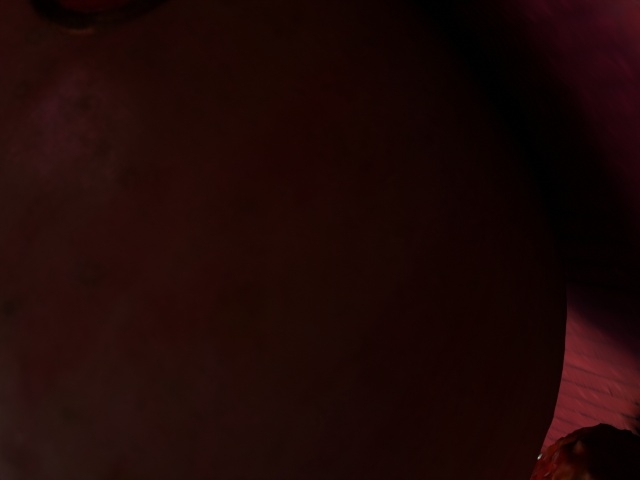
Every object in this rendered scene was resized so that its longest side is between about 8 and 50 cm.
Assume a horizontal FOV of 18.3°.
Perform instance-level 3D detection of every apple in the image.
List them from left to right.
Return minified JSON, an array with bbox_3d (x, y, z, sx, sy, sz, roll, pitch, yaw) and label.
[{"bbox_3d":[-0.090,0.022,0.870,0.391,0.346,0.391,45,176,4],"label":"apple"}]

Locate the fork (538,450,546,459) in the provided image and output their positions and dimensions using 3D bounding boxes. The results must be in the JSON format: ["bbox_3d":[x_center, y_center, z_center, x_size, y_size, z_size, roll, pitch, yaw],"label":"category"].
[{"bbox_3d":[0.145,0.173,1.429,0.034,0.028,0.219,46,172,6],"label":"fork"}]

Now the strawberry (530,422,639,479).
[{"bbox_3d":[0.167,0.239,1.037,0.261,0.257,0.261,32,-161,-12],"label":"strawberry"}]
